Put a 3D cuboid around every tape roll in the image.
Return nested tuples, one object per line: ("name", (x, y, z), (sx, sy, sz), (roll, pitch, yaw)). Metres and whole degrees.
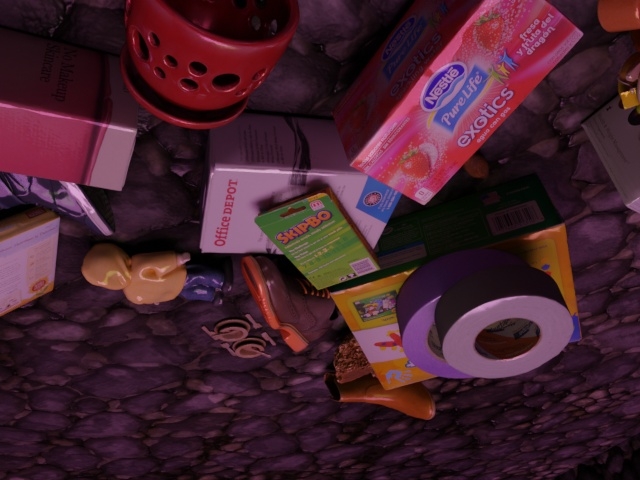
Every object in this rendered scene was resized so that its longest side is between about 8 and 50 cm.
("tape roll", (0.309, 0.142, 1.051), (0.219, 0.072, 0.219), (-2, 132, -2))
("tape roll", (0.283, 0.143, 1.158), (0.275, 0.090, 0.274), (-2, 133, -2))

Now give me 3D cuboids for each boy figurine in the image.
("boy figurine", (-0.324, 0.074, 1.223), (0.285, 0.092, 0.177), (10, 140, -23))

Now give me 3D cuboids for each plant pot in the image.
("plant pot", (-0.143, -0.247, 0.749), (0.191, 0.191, 0.174), (9, 149, -23))

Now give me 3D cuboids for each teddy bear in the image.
("teddy bear", (0.190, 0.270, 1.613), (0.338, 0.113, 0.245), (-19, 150, 0))

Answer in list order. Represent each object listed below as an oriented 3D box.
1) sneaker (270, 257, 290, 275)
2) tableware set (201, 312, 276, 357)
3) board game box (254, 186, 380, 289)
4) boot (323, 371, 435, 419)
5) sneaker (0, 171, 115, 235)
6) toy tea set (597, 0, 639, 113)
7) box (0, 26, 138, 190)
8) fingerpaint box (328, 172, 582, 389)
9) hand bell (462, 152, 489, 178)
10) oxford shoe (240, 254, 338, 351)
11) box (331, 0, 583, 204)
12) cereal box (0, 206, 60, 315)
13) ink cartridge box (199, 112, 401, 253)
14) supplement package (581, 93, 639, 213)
("sneaker", (-0.109, 0.089, 1.327), (0.077, 0.072, 0.178), (6, 142, 9))
("tableware set", (-0.197, 0.253, 1.540), (0.128, 0.039, 0.194), (-17, 143, 10))
("board game box", (0.000, 0.000, 1.019), (0.124, 0.039, 0.259), (-20, 148, 14))
("boot", (0.150, 0.423, 1.683), (0.211, 0.104, 0.295), (0, -172, -29))
("sneaker", (-0.450, -0.067, 0.991), (0.164, 0.086, 0.226), (-25, 133, 4))
("toy tea set", (0.407, -0.340, 0.805), (0.200, 0.124, 0.336), (-41, 124, -12))
("box", (-0.368, -0.176, 0.820), (0.233, 0.148, 0.126), (8, 140, -24))
("fingerpaint box", (0.282, 0.104, 1.294), (0.445, 0.163, 0.371), (-18, 132, 12))
("hand bell", (0.240, -0.151, 1.050), (0.126, 0.126, 0.242), (-29, 151, 25))
("oxford shoe", (-0.052, 0.102, 1.198), (0.133, 0.130, 0.363), (-29, 154, -1))
("box", (0.165, -0.219, 0.826), (0.142, 0.154, 0.300), (24, 122, -29))
("cereal box", (-0.558, 0.049, 1.098), (0.173, 0.047, 0.240), (-32, 161, -41))
("ink cartridge box", (-0.041, -0.086, 1.032), (0.308, 0.129, 0.223), (2, 144, -16))
("supplement package", (0.584, -0.166, 1.005), (0.149, 0.194, 0.203), (17, 136, -32))
